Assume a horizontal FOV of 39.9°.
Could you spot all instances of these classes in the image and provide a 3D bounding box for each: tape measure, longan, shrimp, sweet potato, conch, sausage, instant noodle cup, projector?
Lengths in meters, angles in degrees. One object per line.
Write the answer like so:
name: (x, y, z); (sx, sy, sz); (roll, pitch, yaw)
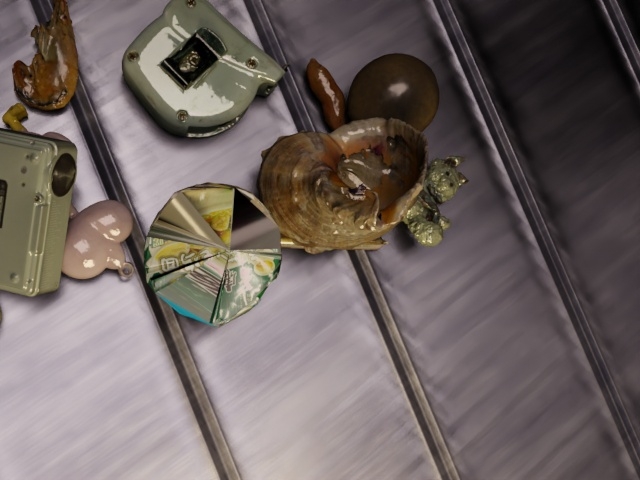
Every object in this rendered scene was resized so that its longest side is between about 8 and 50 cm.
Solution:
tape measure: (-0.219, -0.314, 1.620); (0.243, 0.125, 0.246); (41, 73, -4)
longan: (0.139, -0.270, 1.689); (0.187, 0.167, 0.167); (-38, 91, 0)
shrimp: (-0.500, -0.365, 1.590); (0.117, 0.066, 0.262); (-5, 80, -15)
sweet potato: (0.023, -0.264, 1.713); (0.056, 0.056, 0.195); (-23, 92, -17)
conch: (0.060, -0.085, 1.563); (0.297, 0.210, 0.352); (-36, 46, -11)
sausage: (0.000, 0.000, 1.668); (0.269, 0.033, 0.033); (2, 80, -14)
instant noodle cup: (-0.181, 0.023, 1.529); (0.240, 0.178, 0.240); (0, 86, -4)
projector: (-0.513, -0.051, 1.444); (0.191, 0.099, 0.257); (12, 97, 12)

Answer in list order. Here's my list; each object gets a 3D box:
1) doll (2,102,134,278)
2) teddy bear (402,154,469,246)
doll: (-0.453, -0.074, 1.534); (0.160, 0.094, 0.365); (-41, 91, -16)
teddy bear: (0.203, -0.077, 1.707); (0.133, 0.111, 0.213); (57, 46, -21)
